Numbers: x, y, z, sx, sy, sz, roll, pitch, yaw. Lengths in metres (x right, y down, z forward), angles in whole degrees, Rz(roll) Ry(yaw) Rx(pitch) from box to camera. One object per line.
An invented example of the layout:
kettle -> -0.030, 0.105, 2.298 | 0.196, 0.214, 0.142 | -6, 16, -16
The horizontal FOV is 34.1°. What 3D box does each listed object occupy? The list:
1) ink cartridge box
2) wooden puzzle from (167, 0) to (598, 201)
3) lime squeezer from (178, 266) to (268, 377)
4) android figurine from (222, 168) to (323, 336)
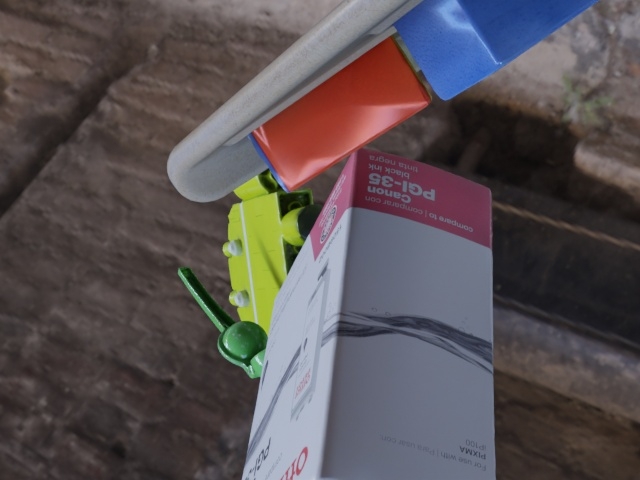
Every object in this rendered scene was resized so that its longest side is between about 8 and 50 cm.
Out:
ink cartridge box -> 0.031, 0.108, 0.744 | 0.117, 0.283, 0.207 | 18, 136, -10
wooden puzzle -> 0.101, -0.141, 0.583 | 0.080, 0.322, 0.348 | 55, 149, 0
lime squeezer -> -0.069, 0.086, 1.045 | 0.310, 0.059, 0.109 | 1, 116, 58
android figurine -> -0.054, 0.032, 1.193 | 0.273, 0.056, 0.248 | 175, 88, -66
